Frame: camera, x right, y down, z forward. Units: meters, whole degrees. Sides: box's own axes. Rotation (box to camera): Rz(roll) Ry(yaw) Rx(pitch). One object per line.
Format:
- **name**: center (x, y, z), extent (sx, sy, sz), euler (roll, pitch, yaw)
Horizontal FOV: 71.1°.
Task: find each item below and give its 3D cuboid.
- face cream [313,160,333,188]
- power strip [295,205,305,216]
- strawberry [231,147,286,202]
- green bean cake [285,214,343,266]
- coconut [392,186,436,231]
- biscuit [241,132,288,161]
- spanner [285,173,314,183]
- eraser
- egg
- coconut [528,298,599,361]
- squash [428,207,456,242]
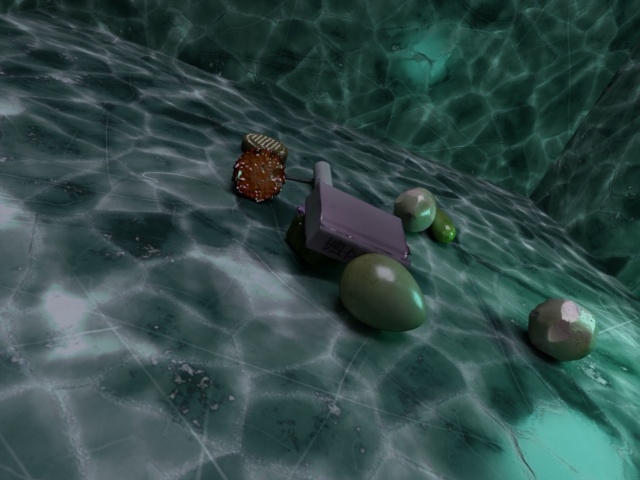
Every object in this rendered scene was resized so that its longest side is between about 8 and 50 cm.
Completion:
- **face cream**: center (0.015, -0.262, 2.122), extent (0.092, 0.092, 0.311), euler (16, 36, -17)
- **power strip**: center (0.020, -0.104, 1.918), extent (0.279, 0.037, 0.109), euler (-2, 38, -42)
- **strawberry**: center (-0.269, -0.267, 1.867), extent (0.234, 0.234, 0.178), euler (15, -1, -20)
- **green bean cake**: center (0.000, 0.000, 1.636), extent (0.200, 0.113, 0.214), euler (-1, 39, -39)
- **coconut**: center (0.458, -0.152, 2.182), extent (0.224, 0.224, 0.234), euler (34, 31, 16)
- **biscuit**: center (-0.279, -0.466, 2.262), extent (0.259, 0.079, 0.259), euler (20, 28, -11)
- **spanner**: center (-0.124, -0.303, 2.174), extent (0.302, 0.017, 0.071), euler (6, 34, -31)
- **eraser**: center (0.125, -0.030, 1.560), extent (0.359, 0.122, 0.272), euler (23, 35, -21)
- **egg**: center (0.196, 0.170, 1.390), extent (0.295, 0.218, 0.218), euler (39, 28, 2)
- **coconut**: center (0.904, 0.326, 1.695), extent (0.230, 0.227, 0.227), euler (32, 27, -2)
- **squash**: center (0.606, -0.097, 2.318), extent (0.118, 0.118, 0.370), euler (18, 24, -13)
